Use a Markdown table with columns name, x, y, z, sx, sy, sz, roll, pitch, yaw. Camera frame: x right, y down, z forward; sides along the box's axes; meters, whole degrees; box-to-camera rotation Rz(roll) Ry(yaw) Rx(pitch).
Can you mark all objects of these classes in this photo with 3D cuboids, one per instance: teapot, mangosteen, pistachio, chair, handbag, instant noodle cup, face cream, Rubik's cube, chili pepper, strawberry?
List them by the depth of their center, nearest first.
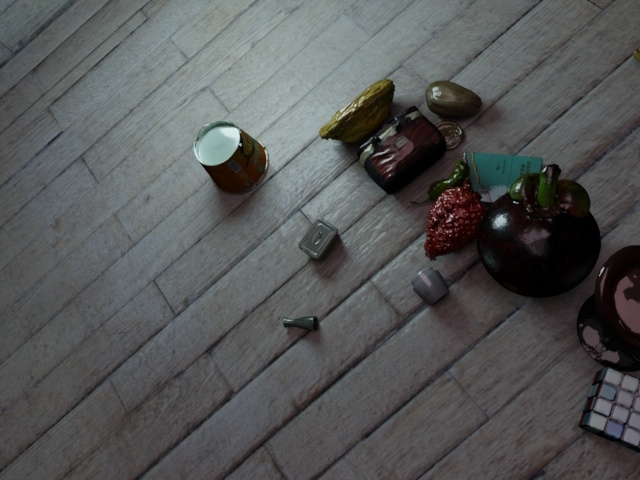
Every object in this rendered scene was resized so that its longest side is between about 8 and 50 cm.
| name | x | y | z | sx | sy | sz | roll | pitch | yaw |
| --- | --- | --- | --- | --- | --- | --- | --- | --- | --- |
| chair | 0.731 | 0.168 | 1.307 | 0.226 | 0.401 | 0.227 | -7 | 69 | 17 |
| Rubik's cube | 0.732 | 0.409 | 1.361 | 0.154 | 0.151 | 0.155 | 20 | 78 | 22 |
| mangosteen | 0.569 | -0.018 | 1.453 | 0.305 | 0.360 | 0.306 | 3 | 56 | -4 |
| strawberry | 0.370 | -0.056 | 1.622 | 0.228 | 0.098 | 0.174 | -38 | 83 | 8 |
| face cream | 0.317 | 0.131 | 1.631 | 0.091 | 0.091 | 0.095 | -39 | 72 | 3 |
| chili pepper | 0.374 | -0.161 | 1.712 | 0.073 | 0.072 | 0.204 | 47 | 130 | -1 |
| teapot | -0.064 | 0.254 | 1.747 | 0.110 | 0.043 | 0.043 | -2 | 71 | 22 |
| handbag | 0.245 | -0.286 | 1.752 | 0.254 | 0.181 | 0.181 | -39 | 71 | 5 |
| pistachio | 0.419 | -0.446 | 1.795 | 0.185 | 0.126 | 0.108 | 23 | 123 | 21 |
| instant noodle cup | -0.317 | -0.295 | 1.944 | 0.230 | 0.182 | 0.231 | -6 | 70 | 18 |

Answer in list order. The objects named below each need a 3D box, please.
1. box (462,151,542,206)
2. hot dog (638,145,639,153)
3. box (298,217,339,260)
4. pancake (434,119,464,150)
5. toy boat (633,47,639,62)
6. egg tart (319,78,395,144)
| name | x | y | z | sx | sy | sz | roll | pitch | yaw |
| --- | --- | --- | --- | --- | --- | --- | --- | --- | --- |
| box | 0.534 | -0.179 | 1.692 | 0.229 | 0.041 | 0.162 | 8 | 74 | 21 |
| hot dog | 1.000 | -0.257 | 1.558 | 0.215 | 0.047 | 0.066 | -10 | 32 | 14 |
| box | 0.000 | 0.000 | 1.799 | 0.089 | 0.062 | 0.122 | 34 | 86 | 25 |
| pancake | 0.402 | -0.335 | 1.808 | 0.114 | 0.011 | 0.115 | -7 | 70 | 19 |
| toy boat | 1.056 | -0.614 | 1.626 | 0.310 | 0.115 | 0.089 | -31 | 65 | 7 |
| egg tart | 0.133 | -0.401 | 1.822 | 0.294 | 0.294 | 0.123 | -39 | 100 | 3 |
